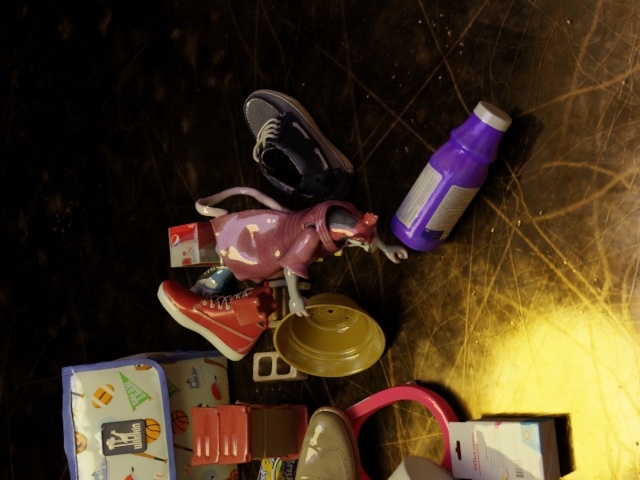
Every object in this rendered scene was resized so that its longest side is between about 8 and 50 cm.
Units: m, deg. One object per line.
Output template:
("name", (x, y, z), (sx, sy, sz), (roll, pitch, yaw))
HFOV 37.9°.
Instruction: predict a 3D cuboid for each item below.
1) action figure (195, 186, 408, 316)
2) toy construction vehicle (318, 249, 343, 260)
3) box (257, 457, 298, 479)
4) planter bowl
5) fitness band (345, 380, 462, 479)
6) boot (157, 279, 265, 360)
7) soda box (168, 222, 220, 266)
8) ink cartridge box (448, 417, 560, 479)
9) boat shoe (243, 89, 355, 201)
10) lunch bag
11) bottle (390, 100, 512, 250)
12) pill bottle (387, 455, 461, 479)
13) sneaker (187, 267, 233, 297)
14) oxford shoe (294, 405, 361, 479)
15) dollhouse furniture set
("action figure", (-0.017, -0.023, 1.736), (0.370, 0.248, 0.276), (-18, 99, 52))
("toy construction vehicle", (0.000, 0.000, 1.912), (0.098, 0.035, 0.086), (-2, 89, 41))
("box", (-0.094, 0.500, 1.980), (0.054, 0.059, 0.169), (25, 107, 39))
("planter bowl", (0.019, 0.167, 1.831), (0.217, 0.217, 0.090), (-41, 29, 33))
("fitness band", (0.149, 0.391, 1.779), (0.290, 0.054, 0.209), (-33, 72, 37))
("boot", (-0.218, 0.129, 2.016), (0.244, 0.088, 0.176), (37, 119, -7))
("soda box", (-0.183, 0.010, 1.920), (0.092, 0.263, 0.084), (-9, 84, 40))
("ink cartridge box", (0.318, 0.363, 1.621), (0.181, 0.061, 0.104), (-8, 85, 40))
("boat shoe", (-0.085, -0.207, 1.903), (0.340, 0.158, 0.127), (43, 116, 32))
("lunch bag", (-0.373, 0.408, 2.009), (0.238, 0.385, 0.328), (-12, 82, 41))
("bottle", (0.235, -0.113, 1.652), (0.092, 0.118, 0.283), (44, 119, 27))
("pill bottle", (0.114, 0.587, 1.627), (0.224, 0.224, 0.392), (41, 105, 33))
("sneaker", (-0.241, 0.110, 2.109), (0.081, 0.080, 0.211), (48, 122, 5))
("oxford shoe", (0.001, 0.495, 1.770), (0.122, 0.130, 0.348), (4, 93, 19))
("dollhouse furniture set", (-0.138, 0.262, 1.882), (0.152, 0.201, 0.374), (-10, 75, 36))
